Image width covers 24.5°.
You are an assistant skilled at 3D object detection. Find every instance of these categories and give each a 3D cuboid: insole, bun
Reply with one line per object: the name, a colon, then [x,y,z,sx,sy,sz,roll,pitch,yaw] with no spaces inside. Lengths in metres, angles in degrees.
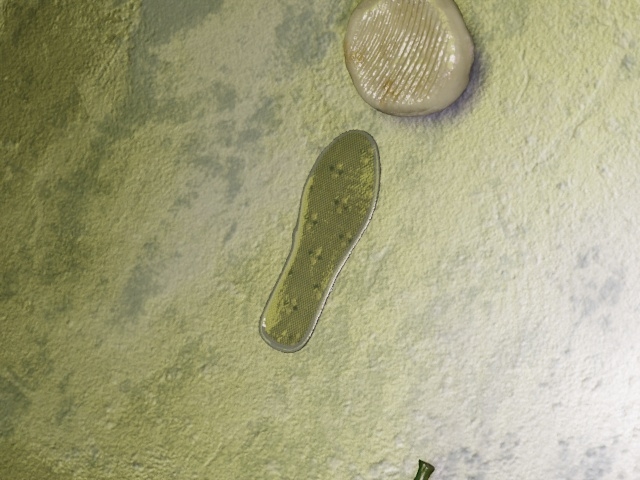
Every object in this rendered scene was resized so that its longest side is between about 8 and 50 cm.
insole: [0.000,0.000,2.008,0.109,0.007,0.322,24,90,20]
bun: [0.120,-0.252,1.947,0.183,0.102,0.183,2,96,20]

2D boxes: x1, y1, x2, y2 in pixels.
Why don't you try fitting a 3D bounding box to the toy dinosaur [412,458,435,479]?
toy dinosaur: [0.126,0.445,1.861,0.447,0.087,0.301,29,88,32]
